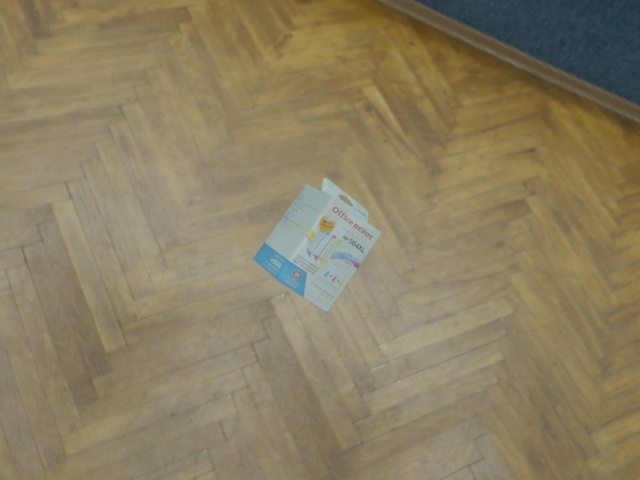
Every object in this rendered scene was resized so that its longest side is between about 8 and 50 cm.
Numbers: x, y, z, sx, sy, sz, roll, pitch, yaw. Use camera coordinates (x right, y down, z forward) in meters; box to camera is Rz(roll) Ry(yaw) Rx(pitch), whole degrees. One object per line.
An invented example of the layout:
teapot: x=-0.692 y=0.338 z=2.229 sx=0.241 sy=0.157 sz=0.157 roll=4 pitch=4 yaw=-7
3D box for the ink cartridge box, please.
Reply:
ink cartridge box: x=0.000 y=0.000 z=0.913 sx=0.092 sy=0.090 sz=0.143 roll=35 pitch=89 yaw=-28
